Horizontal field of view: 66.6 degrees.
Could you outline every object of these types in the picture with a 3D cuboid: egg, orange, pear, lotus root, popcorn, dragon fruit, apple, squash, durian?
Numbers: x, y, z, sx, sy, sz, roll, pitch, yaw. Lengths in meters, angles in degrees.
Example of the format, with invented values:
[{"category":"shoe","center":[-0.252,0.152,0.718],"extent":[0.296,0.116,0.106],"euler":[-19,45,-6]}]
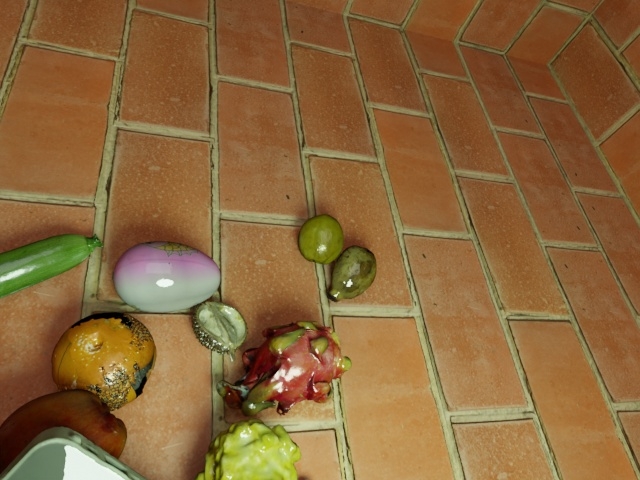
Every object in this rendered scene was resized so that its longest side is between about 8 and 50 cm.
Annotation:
[{"category":"egg","center":[-0.406,0.099,1.300],"extent":[0.271,0.196,0.196],"euler":[13,51,-37]},{"category":"orange","center":[-0.507,0.280,1.145],"extent":[0.235,0.182,0.234],"euler":[3,61,-6]},{"category":"pear","center":[0.000,0.000,1.562],"extent":[0.149,0.149,0.162],"euler":[18,64,-10]},{"category":"lotus root","center":[0.099,0.111,1.540],"extent":[0.138,0.138,0.214],"euler":[34,65,2]},{"category":"popcorn","center":[-0.161,0.536,1.045],"extent":[0.235,0.241,0.250],"euler":[1,42,1]},{"category":"dragon fruit","center":[-0.087,0.336,1.253],"extent":[0.227,0.307,0.243],"euler":[53,11,34]},{"category":"apple","center":[-0.514,0.407,0.960],"extent":[0.234,0.234,0.233],"euler":[11,54,-15]},{"category":"squash","center":[-0.752,0.068,1.230],"extent":[0.395,0.107,0.107],"euler":[-26,70,-34]},{"category":"durian","center":[-0.274,0.251,1.305],"extent":[0.148,0.091,0.188],"euler":[-1,46,-47]}]

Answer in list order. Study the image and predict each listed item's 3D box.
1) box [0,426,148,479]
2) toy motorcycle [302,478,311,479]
[{"category":"box","center":[-0.439,0.556,0.822],"extent":[0.367,0.090,0.373],"euler":[46,76,-20]},{"category":"toy motorcycle","center":[-0.061,0.664,1.128],"extent":[0.114,0.076,0.205],"euler":[47,53,3]}]
